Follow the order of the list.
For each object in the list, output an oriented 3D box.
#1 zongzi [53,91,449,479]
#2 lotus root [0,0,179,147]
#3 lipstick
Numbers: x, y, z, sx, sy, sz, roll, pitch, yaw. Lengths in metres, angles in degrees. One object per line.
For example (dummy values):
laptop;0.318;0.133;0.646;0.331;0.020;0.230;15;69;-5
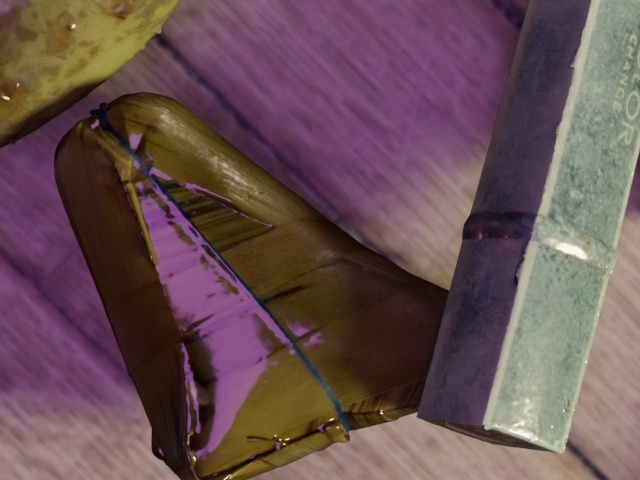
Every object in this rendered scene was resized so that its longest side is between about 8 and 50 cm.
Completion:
zongzi;0.000;0.000;1.089;0.289;0.123;0.260;-20;90;-9
lotus root;-0.208;-0.156;1.065;0.309;0.173;0.173;-38;91;6
lipstick;0.139;-0.020;1.045;0.077;0.076;0.289;22;79;-30
